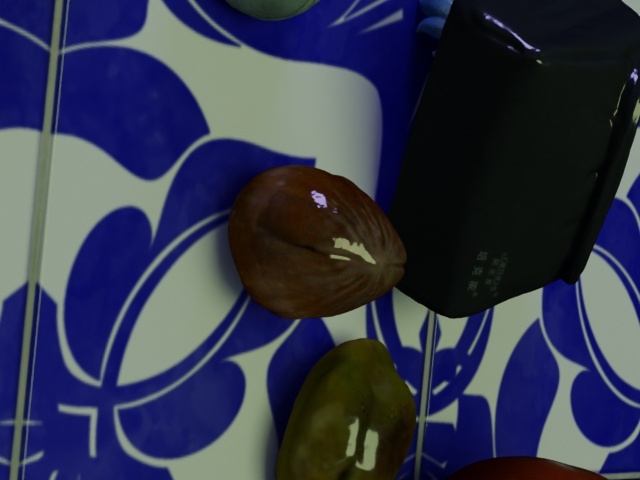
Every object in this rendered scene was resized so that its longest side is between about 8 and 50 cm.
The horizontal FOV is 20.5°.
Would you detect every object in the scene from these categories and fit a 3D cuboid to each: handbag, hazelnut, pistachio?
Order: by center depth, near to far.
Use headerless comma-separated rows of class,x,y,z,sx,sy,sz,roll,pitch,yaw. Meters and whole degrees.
hazelnut,0.000,0.000,1.559,0.150,0.150,0.150,-5,98,-46
pistachio,0.023,0.172,1.629,0.110,0.100,0.189,48,62,-42
handbag,0.216,-0.081,1.702,0.275,0.178,0.301,-9,124,-41

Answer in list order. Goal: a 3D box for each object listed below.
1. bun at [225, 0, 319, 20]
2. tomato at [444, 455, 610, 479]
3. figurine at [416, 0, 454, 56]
bun,-0.033,-0.262,1.544,0.141,0.083,0.140,-1,91,-46
tomato,0.186,0.354,1.726,0.299,0.226,0.298,-7,98,-53
figurine,0.140,-0.220,1.745,0.114,0.079,0.114,6,69,-15
